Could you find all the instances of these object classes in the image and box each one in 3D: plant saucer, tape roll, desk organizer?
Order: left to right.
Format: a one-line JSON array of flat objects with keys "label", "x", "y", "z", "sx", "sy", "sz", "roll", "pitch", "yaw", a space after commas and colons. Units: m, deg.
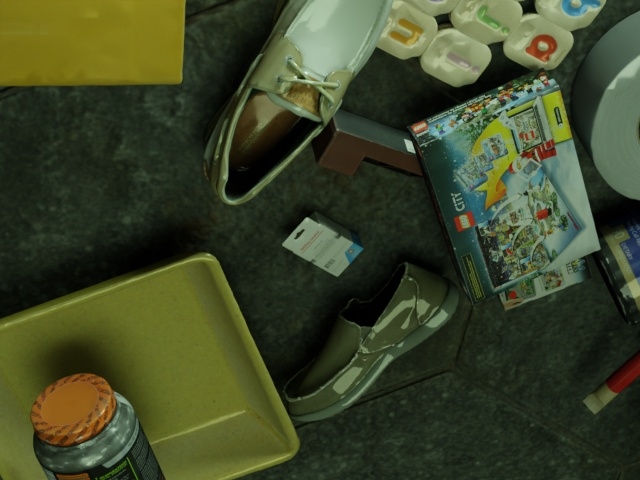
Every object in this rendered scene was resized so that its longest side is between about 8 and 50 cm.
[{"label": "plant saucer", "x": -0.228, "y": 0.166, "z": 1.735, "sx": 0.333, "sy": 0.081, "sz": 0.332, "roll": -20, "pitch": 127, "yaw": 2}, {"label": "desk organizer", "x": 0.059, "y": -0.094, "z": 1.628, "sx": 0.130, "sy": 0.047, "sz": 0.050, "roll": 17, "pitch": 123, "yaw": -23}, {"label": "tape roll", "x": 0.387, "y": -0.148, "z": 1.645, "sx": 0.219, "sy": 0.072, "sz": 0.219, "roll": -6, "pitch": 126, "yaw": -8}]

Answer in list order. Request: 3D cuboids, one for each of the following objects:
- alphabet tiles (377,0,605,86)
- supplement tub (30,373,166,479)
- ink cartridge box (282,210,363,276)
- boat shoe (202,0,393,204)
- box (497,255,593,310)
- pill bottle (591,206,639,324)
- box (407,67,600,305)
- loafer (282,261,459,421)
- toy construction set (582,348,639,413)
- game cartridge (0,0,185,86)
[{"label": "alphabet tiles", "x": 0.170, "y": -0.290, "z": 1.523, "sx": 0.278, "sy": 0.021, "sz": 0.284, "roll": 23, "pitch": 118, "yaw": -24}, {"label": "supplement tub", "x": -0.243, "y": 0.244, "z": 1.665, "sx": 0.117, "sy": 0.117, "sz": 0.190, "roll": -17, "pitch": 127, "yaw": 0}, {"label": "ink cartridge box", "x": 0.000, "y": 0.000, "z": 1.694, "sx": 0.083, "sy": 0.028, "sz": 0.048, "roll": 30, "pitch": 115, "yaw": -30}, {"label": "boat shoe", "x": -0.018, "y": -0.159, "z": 1.514, "sx": 0.113, "sy": 0.103, "sz": 0.302, "roll": 23, "pitch": 120, "yaw": -18}, {"label": "box", "x": 0.232, "y": -0.020, "z": 1.727, "sx": 0.114, "sy": 0.036, "sz": 0.207, "roll": -21, "pitch": 128, "yaw": 3}, {"label": "pill bottle", "x": 0.426, "y": 0.000, "z": 1.732, "sx": 0.219, "sy": 0.122, "sz": 0.122, "roll": -26, "pitch": 127, "yaw": 7}, {"label": "box", "x": 0.201, "y": -0.055, "z": 1.635, "sx": 0.159, "sy": 0.044, "sz": 0.233, "roll": -23, "pitch": 127, "yaw": -2}, {"label": "loafer", "x": 0.043, "y": 0.111, "z": 1.758, "sx": 0.251, "sy": 0.094, "sz": 0.087, "roll": -42, "pitch": 112, "yaw": 12}, {"label": "toy construction set", "x": 0.462, "y": 0.262, "z": 1.897, "sx": 0.309, "sy": 0.257, "sz": 0.237, "roll": 34, "pitch": 127, "yaw": -9}, {"label": "game cartridge", "x": -0.286, "y": -0.276, "z": 1.418, "sx": 0.324, "sy": 0.052, "sz": 0.285, "roll": 0, "pitch": 126, "yaw": -10}]
